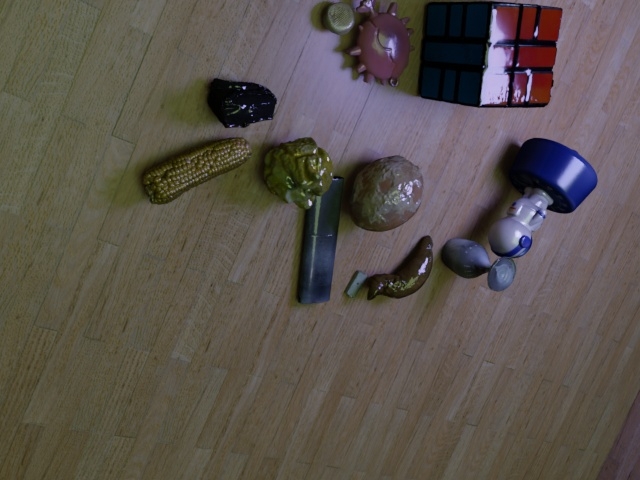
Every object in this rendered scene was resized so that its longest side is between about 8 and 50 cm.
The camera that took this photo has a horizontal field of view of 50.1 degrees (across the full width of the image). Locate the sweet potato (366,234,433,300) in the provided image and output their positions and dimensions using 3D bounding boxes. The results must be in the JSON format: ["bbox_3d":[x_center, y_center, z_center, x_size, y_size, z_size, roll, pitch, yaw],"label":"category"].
[{"bbox_3d":[0.262,0.114,2.154,0.310,0.098,0.124,-34,113,-21],"label":"sweet potato"}]

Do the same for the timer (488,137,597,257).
[{"bbox_3d":[0.678,-0.107,2.214,0.270,0.270,0.384,40,83,-34],"label":"timer"}]

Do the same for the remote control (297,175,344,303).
[{"bbox_3d":[0.000,0.000,1.986,0.107,0.044,0.378,-4,109,-32],"label":"remote control"}]

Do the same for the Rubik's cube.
[{"bbox_3d":[0.478,-0.529,1.950,0.293,0.288,0.284,-4,107,-28],"label":"Rubik's cube"}]

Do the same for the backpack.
[{"bbox_3d":[-0.194,-0.338,1.715,0.165,0.120,0.106,-1,128,-31],"label":"backpack"}]

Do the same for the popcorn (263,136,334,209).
[{"bbox_3d":[-0.058,-0.177,1.824,0.187,0.167,0.185,-23,151,21],"label":"popcorn"}]

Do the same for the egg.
[{"bbox_3d":[0.188,-0.130,1.962,0.245,0.203,0.203,-47,124,-10],"label":"egg"}]

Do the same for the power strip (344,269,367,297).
[{"bbox_3d":[0.110,0.135,2.115,0.040,0.016,0.090,30,90,-35],"label":"power strip"}]

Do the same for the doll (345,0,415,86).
[{"bbox_3d":[0.168,-0.541,1.874,0.211,0.093,0.262,-39,122,-10],"label":"doll"}]

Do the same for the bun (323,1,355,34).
[{"bbox_3d":[0.046,-0.582,1.807,0.086,0.055,0.086,1,87,-14],"label":"bun"}]

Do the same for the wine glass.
[{"bbox_3d":[0.501,0.072,2.193,0.126,0.241,0.127,-10,111,-27],"label":"wine glass"}]

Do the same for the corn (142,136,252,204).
[{"bbox_3d":[-0.303,-0.181,1.709,0.291,0.101,0.101,-26,118,-20],"label":"corn"}]
